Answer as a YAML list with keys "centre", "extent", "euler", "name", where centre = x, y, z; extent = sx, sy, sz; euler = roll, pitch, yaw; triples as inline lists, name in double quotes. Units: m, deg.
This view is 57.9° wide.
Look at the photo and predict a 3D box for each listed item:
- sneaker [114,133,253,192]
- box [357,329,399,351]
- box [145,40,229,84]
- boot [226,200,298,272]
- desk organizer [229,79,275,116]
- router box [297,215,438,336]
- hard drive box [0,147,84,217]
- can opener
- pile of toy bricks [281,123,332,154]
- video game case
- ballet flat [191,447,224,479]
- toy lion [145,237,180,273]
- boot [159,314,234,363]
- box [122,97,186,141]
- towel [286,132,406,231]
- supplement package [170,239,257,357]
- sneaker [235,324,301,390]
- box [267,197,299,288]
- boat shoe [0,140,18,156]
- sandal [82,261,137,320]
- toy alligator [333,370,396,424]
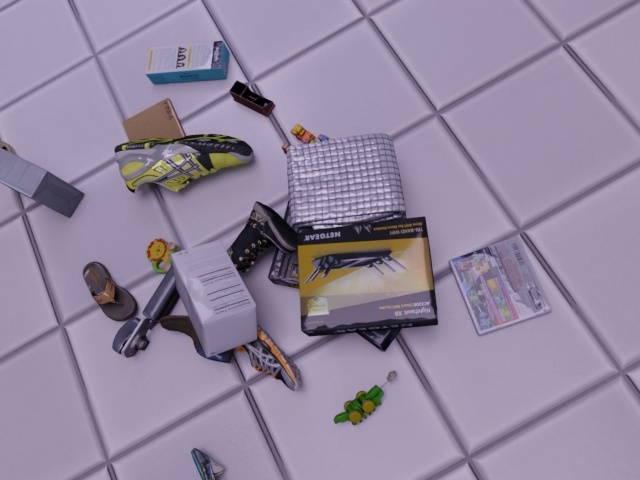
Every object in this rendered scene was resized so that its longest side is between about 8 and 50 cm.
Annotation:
- centre: [-0.379, -0.219, 1.648]
  extent: [0.385, 0.145, 0.147]
  euler: [-3, 108, 2]
  name: "sneaker"
- centre: [0.151, 0.143, 1.417]
  extent: [0.153, 0.108, 0.207]
  euler: [36, 82, 20]
  name: "box"
- centre: [-0.409, -0.546, 1.780]
  extent: [0.244, 0.060, 0.100]
  euler: [-1, 72, 11]
  name: "box"
- centre: [-0.153, 0.019, 1.480]
  extent: [0.178, 0.085, 0.236]
  euler: [-55, 37, 10]
  name: "boot"
- centre: [-0.202, -0.419, 1.703]
  extent: [0.130, 0.050, 0.047]
  euler: [30, 80, 18]
  name: "desk organizer"
- centre: [0.105, 0.086, 1.344]
  extent: [0.309, 0.081, 0.242]
  euler: [-7, 70, 10]
  name: "router box"
- centre: [-0.842, -0.173, 1.680]
  extent: [0.232, 0.181, 0.089]
  euler: [24, 79, 18]
  name: "hard drive box"
- centre: [-0.457, 0.180, 1.544]
  extent: [0.095, 0.076, 0.283]
  euler: [25, 77, 17]
  name: "can opener"
- centre: [-0.019, -0.250, 1.582]
  extent: [0.212, 0.105, 0.118]
  euler: [36, 82, 20]
  name: "pile of toy bricks"
- centre: [0.437, 0.110, 1.418]
  extent: [0.183, 0.023, 0.201]
  euler: [-19, 70, 4]
  name: "video game case"
- centre: [-0.251, 0.580, 1.386]
  extent: [0.070, 0.070, 0.188]
  euler: [-26, 71, 2]
  name: "ballet flat"
- centre: [-0.444, 0.043, 1.612]
  extent: [0.096, 0.034, 0.100]
  euler: [-1, 72, 18]
  name: "toy lion"
- centre: [-0.319, 0.253, 1.489]
  extent: [0.219, 0.082, 0.106]
  euler: [3, 70, 10]
  name: "boot"
- centre: [-0.495, -0.315, 1.743]
  extent: [0.164, 0.021, 0.201]
  euler: [-27, 69, 1]
  name: "box"
- centre: [0.061, -0.130, 1.458]
  extent: [0.284, 0.121, 0.235]
  euler: [-9, 69, 5]
  name: "towel"
- centre: [-0.263, 0.140, 1.431]
  extent: [0.134, 0.139, 0.244]
  euler: [-18, 49, -22]
  name: "supplement package"
- centre: [-0.127, 0.300, 1.439]
  extent: [0.083, 0.084, 0.215]
  euler: [-44, 59, -6]
  name: "sneaker"
- centre: [0.000, 0.000, 1.521]
  extent: [0.216, 0.060, 0.270]
  euler: [10, 74, 14]
  name: "box"
- centre: [-0.992, -0.273, 1.812]
  extent: [0.056, 0.048, 0.153]
  euler: [-45, 70, -6]
  name: "boat shoe"
- centre: [-0.591, 0.136, 1.592]
  extent: [0.090, 0.060, 0.219]
  euler: [-41, 69, -4]
  name: "sandal"
- centre: [0.118, 0.386, 1.378]
  extent: [0.190, 0.056, 0.051]
  euler: [-37, 111, -4]
  name: "toy alligator"
